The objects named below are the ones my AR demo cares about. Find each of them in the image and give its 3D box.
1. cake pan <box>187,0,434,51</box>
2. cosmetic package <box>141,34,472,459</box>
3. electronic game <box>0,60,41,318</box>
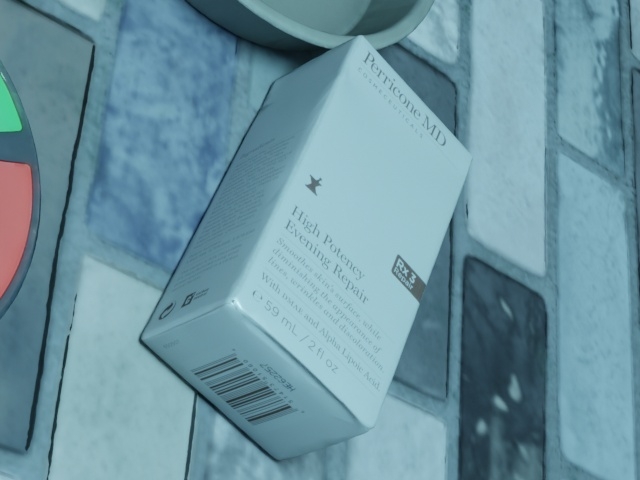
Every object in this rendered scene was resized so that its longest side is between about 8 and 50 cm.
[{"bbox_3d":[-0.036,-0.248,1.022,0.293,0.054,0.293,23,56,-38],"label":"cake pan"},{"bbox_3d":[0.000,0.000,0.916,0.117,0.085,0.231,44,46,-23],"label":"cosmetic package"},{"bbox_3d":[-0.226,-0.044,0.724,0.229,0.048,0.229,23,55,-38],"label":"electronic game"}]
